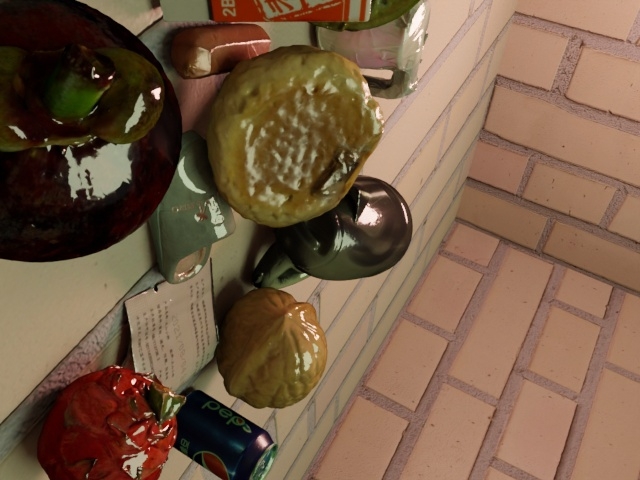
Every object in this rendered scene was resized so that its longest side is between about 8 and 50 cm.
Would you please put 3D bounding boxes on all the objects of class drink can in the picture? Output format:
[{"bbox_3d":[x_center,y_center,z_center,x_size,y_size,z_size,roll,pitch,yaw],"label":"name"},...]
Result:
[{"bbox_3d":[-0.188,0.375,1.149,0.118,0.205,0.118,-53,158,-33],"label":"drink can"}]

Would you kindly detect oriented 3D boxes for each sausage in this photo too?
[{"bbox_3d":[-0.129,-0.235,0.759,0.169,0.065,0.065,-38,148,-56],"label":"sausage"}]

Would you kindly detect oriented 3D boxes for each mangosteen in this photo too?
[{"bbox_3d":[-0.204,-0.091,0.477,0.216,0.216,0.216,-54,159,-32],"label":"mangosteen"}]

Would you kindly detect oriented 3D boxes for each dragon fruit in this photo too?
[{"bbox_3d":[-0.279,0.259,0.806,0.209,0.172,0.172,-59,163,7],"label":"dragon fruit"}]

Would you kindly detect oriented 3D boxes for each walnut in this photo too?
[{"bbox_3d":[-0.092,0.206,1.167,0.225,0.225,0.261,-50,171,-39],"label":"walnut"}]

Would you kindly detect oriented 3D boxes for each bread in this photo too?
[{"bbox_3d":[-0.037,-0.142,0.810,0.245,0.134,0.244,-9,119,-17],"label":"bread"}]

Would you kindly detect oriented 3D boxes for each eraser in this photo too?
[{"bbox_3d":[-0.058,-0.302,0.626,0.157,0.230,0.038,91,-3,-52],"label":"eraser"}]

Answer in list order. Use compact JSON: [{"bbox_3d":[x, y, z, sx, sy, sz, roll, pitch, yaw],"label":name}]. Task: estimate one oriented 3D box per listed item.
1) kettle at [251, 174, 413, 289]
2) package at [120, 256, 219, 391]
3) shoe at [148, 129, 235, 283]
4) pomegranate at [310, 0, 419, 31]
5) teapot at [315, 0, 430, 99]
[{"bbox_3d":[0.000,0.000,1.248,0.321,0.228,0.324,-38,167,22],"label":"kettle"},{"bbox_3d":[-0.238,0.171,0.984,0.204,0.062,0.250,-38,144,-58],"label":"package"},{"bbox_3d":[-0.172,-0.028,0.846,0.103,0.100,0.251,-46,157,-45],"label":"shoe"},{"bbox_3d":[0.075,-0.416,0.694,0.309,0.359,0.216,96,-6,-46],"label":"pomegranate"},{"bbox_3d":[0.090,-0.343,1.047,0.163,0.178,0.221,-34,145,-58],"label":"teapot"}]
